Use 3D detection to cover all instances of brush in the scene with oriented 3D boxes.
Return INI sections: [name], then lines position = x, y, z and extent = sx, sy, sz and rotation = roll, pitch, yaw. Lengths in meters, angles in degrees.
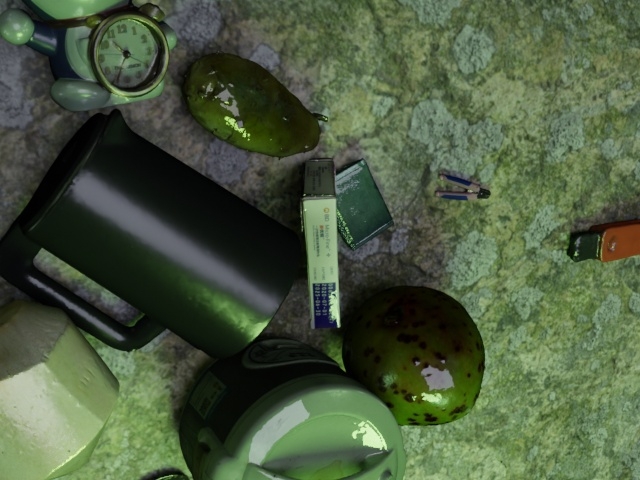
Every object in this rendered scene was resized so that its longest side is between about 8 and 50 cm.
[brush]
position = 0.611, -0.008, 1.458
extent = 0.323, 0.051, 0.070
rotation = -11, 104, -24

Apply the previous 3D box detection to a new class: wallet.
[wallet]
position = 0.054, -0.056, 1.182
extent = 0.088, 0.026, 0.129
rotation = -33, 116, -10

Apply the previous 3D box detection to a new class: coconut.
[coconut]
position = -0.367, 0.200, 0.929
extent = 0.241, 0.241, 0.241
rotation = -6, 105, -25

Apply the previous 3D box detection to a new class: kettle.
[kettle]
position = -0.223, 0.004, 0.993
extent = 0.308, 0.262, 0.203
rotation = 35, 50, -26

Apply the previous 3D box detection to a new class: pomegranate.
[pomegranate]
position = 0.177, 0.195, 1.188
extent = 0.286, 0.231, 0.231
rotation = 30, 88, -29

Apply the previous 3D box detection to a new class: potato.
[potato]
position = -0.090, -0.180, 1.045
extent = 0.226, 0.090, 0.117
rotation = 21, 86, -36

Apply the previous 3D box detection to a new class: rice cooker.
[rice cooker]
position = -0.047, 0.293, 1.073
extent = 0.288, 0.277, 0.288
rotation = -6, 104, -24

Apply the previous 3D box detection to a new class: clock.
[clock]
position = -0.283, -0.281, 0.894
extent = 0.200, 0.146, 0.243
rotation = -20, 114, -27

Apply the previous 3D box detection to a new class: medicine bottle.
[medicine bottle]
position = 0.000, 0.000, 1.083
extent = 0.052, 0.171, 0.201
rotation = -3, 111, 2

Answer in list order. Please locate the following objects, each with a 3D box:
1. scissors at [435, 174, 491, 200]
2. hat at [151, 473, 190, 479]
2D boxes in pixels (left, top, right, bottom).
[scissors]
position = 0.243, -0.085, 1.277
extent = 0.113, 0.012, 0.039
rotation = 6, 99, -28
[hat]
position = -0.236, 0.410, 1.133
extent = 0.121, 0.050, 0.121
rotation = -5, 101, -27
